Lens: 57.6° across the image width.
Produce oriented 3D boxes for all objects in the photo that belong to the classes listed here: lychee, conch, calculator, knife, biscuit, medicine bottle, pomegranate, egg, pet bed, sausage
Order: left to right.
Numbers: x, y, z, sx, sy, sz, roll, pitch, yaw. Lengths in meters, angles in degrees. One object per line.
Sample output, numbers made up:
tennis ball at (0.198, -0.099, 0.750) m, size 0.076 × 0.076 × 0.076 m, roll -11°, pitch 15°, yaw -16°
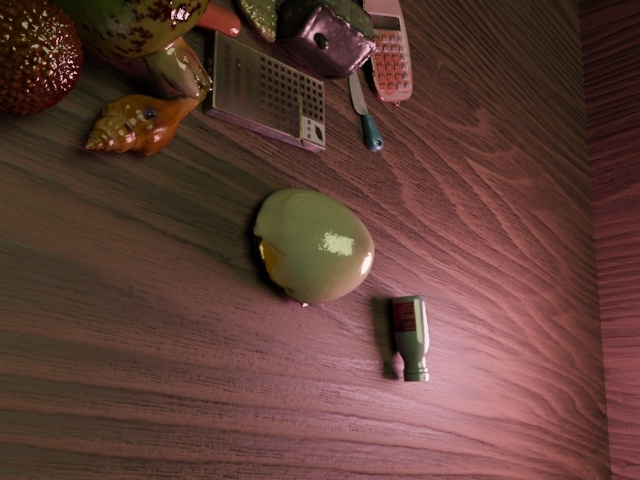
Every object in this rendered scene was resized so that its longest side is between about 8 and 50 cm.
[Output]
lychee at (-0.450, -0.283, 0.870) m, size 0.194 × 0.194 × 0.194 m, roll 14°, pitch 70°, yaw -43°
pomegranate at (-0.300, -0.396, 1.001) m, size 0.285 × 0.285 × 0.340 m, roll -57°, pitch 137°, yaw -38°
conch at (-0.303, -0.227, 1.069) m, size 0.330 × 0.093 × 0.109 m, roll -42°, pitch 103°, yaw -44°
sausage at (-0.237, -0.472, 1.222) m, size 0.154 × 0.062 × 0.062 m, roll 10°, pitch 73°, yaw -44°
biscuit at (-0.159, -0.610, 1.358) m, size 0.141 × 0.038 × 0.289 m, roll 17°, pitch 66°, yaw -42°
egg at (0.002, -0.003, 1.270) m, size 0.286 × 0.174 × 0.264 m, roll 42°, pitch 49°, yaw -27°
pet bed at (0.014, -0.491, 1.399) m, size 0.211 × 0.183 × 0.159 m, roll 26°, pitch 57°, yaw -40°
knife at (0.114, -0.359, 1.587) m, size 0.058 × 0.032 × 0.244 m, roll -18°, pitch 88°, yaw -38°
calculator at (0.188, -0.553, 1.690) m, size 0.220 × 0.048 × 0.329 m, roll -18°, pitch 99°, yaw -48°
medicine bottle at (0.238, 0.253, 1.505) m, size 0.090 × 0.090 × 0.216 m, roll 6°, pitch 76°, yaw -45°

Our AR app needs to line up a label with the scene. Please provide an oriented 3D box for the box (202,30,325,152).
box at (-0.117, -0.327, 1.322) m, size 0.325 × 0.047 × 0.180 m, roll 12°, pitch 72°, yaw -43°
